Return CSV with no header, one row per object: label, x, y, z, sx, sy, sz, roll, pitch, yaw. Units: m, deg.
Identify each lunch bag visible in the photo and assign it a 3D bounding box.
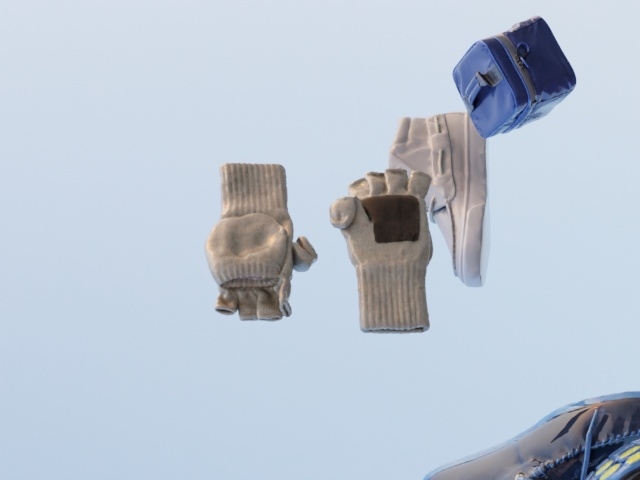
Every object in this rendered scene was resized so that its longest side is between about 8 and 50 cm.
lunch bag,0.142,-0.121,1.180,0.065,0.098,0.067,-25,-99,-16

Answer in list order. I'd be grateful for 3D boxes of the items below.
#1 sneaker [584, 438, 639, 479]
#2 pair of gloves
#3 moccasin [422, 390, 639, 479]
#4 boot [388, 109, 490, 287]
sneaker,0.283,0.261,1.498,0.078,0.188,0.067,41,-175,-3
pair of gloves,0.000,0.000,1.643,0.240,0.042,0.204,6,-126,0
moccasin,0.248,0.267,1.642,0.138,0.342,0.117,31,-136,-28
boot,0.138,-0.049,1.863,0.123,0.095,0.258,-2,-132,8
